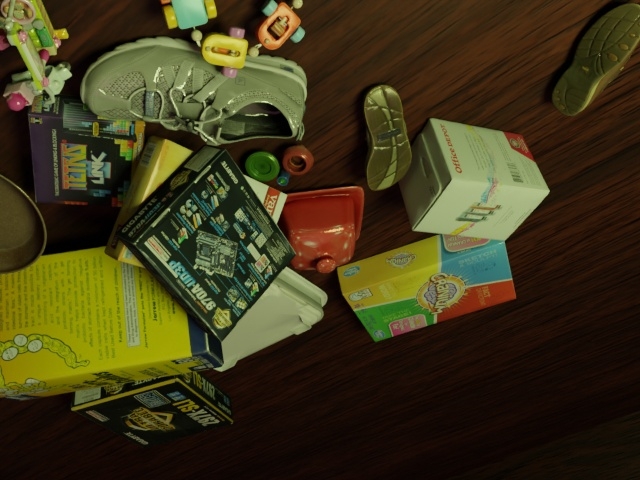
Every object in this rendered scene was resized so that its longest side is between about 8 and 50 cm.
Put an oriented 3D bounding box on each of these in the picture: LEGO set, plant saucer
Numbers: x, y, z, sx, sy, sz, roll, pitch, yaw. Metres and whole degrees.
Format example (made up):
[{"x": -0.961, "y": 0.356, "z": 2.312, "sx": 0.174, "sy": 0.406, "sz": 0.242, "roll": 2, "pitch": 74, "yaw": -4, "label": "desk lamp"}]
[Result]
[{"x": -0.357, "y": -0.237, "z": 0.650, "sx": 0.132, "sy": 0.107, "sz": 0.287, "roll": -22, "pitch": 144, "yaw": 14, "label": "LEGO set"}, {"x": -0.484, "y": -0.037, "z": 0.918, "sx": 0.198, "sy": 0.036, "sz": 0.198, "roll": 1, "pitch": 127, "yaw": 2, "label": "plant saucer"}]

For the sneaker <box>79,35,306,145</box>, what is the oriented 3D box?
[{"x": -0.147, "y": -0.173, "z": 0.791, "sx": 0.281, "sy": 0.115, "sz": 0.105, "roll": -3, "pitch": 144, "yaw": -12, "label": "sneaker"}]

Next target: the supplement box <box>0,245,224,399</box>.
[{"x": -0.355, "y": 0.131, "z": 1.051, "sx": 0.356, "sy": 0.195, "sz": 0.194, "roll": -9, "pitch": 163, "yaw": -4, "label": "supplement box"}]

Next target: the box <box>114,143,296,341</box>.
[{"x": -0.146, "y": 0.007, "z": 0.890, "sx": 0.175, "sy": 0.051, "sz": 0.220, "roll": -50, "pitch": 133, "yaw": -20, "label": "box"}]

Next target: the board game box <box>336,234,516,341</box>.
[{"x": 0.220, "y": 0.087, "z": 1.302, "sx": 0.316, "sy": 0.064, "sz": 0.242, "roll": -19, "pitch": 144, "yaw": 11, "label": "board game box"}]

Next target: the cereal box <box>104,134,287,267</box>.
[{"x": -0.168, "y": -0.027, "z": 0.930, "sx": 0.047, "sy": 0.173, "sz": 0.240, "roll": 19, "pitch": 179, "yaw": 44, "label": "cereal box"}]

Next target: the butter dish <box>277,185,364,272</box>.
[{"x": 0.000, "y": 0.000, "z": 1.073, "sx": 0.160, "sy": 0.118, "sz": 0.160, "roll": -7, "pitch": 145, "yaw": -6, "label": "butter dish"}]

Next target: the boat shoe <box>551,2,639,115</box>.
[{"x": 0.389, "y": -0.252, "z": 0.892, "sx": 0.060, "sy": 0.064, "sz": 0.178, "roll": -28, "pitch": 157, "yaw": -33, "label": "boat shoe"}]

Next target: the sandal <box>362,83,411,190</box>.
[{"x": 0.092, "y": -0.154, "z": 0.953, "sx": 0.072, "sy": 0.049, "sz": 0.180, "roll": -15, "pitch": 130, "yaw": -4, "label": "sandal"}]

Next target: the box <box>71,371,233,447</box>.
[{"x": -0.387, "y": 0.390, "z": 1.544, "sx": 0.257, "sy": 0.079, "sz": 0.322, "roll": -18, "pitch": 144, "yaw": 6, "label": "box"}]

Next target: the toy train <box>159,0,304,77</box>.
[{"x": -0.106, "y": -0.264, "z": 0.744, "sx": 0.166, "sy": 0.046, "sz": 0.125, "roll": 32, "pitch": 101, "yaw": -33, "label": "toy train"}]

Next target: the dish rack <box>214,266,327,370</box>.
[{"x": -0.174, "y": 0.162, "z": 1.294, "sx": 0.333, "sy": 0.072, "sz": 0.285, "roll": -29, "pitch": 141, "yaw": 21, "label": "dish rack"}]

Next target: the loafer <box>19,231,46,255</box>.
[{"x": -0.455, "y": 0.004, "z": 1.023, "sx": 0.039, "sy": 0.045, "sz": 0.125, "roll": -14, "pitch": 155, "yaw": -25, "label": "loafer"}]

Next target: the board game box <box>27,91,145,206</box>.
[{"x": -0.316, "y": -0.117, "z": 0.881, "sx": 0.141, "sy": 0.048, "sz": 0.170, "roll": 1, "pitch": 143, "yaw": -19, "label": "board game box"}]

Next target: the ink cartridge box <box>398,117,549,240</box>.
[{"x": 0.228, "y": -0.091, "z": 1.002, "sx": 0.176, "sy": 0.128, "sz": 0.127, "roll": 6, "pitch": 141, "yaw": -22, "label": "ink cartridge box"}]

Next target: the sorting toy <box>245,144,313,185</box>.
[{"x": -0.059, "y": -0.118, "z": 0.967, "sx": 0.102, "sy": 0.042, "sz": 0.061, "roll": -3, "pitch": 130, "yaw": 9, "label": "sorting toy"}]
